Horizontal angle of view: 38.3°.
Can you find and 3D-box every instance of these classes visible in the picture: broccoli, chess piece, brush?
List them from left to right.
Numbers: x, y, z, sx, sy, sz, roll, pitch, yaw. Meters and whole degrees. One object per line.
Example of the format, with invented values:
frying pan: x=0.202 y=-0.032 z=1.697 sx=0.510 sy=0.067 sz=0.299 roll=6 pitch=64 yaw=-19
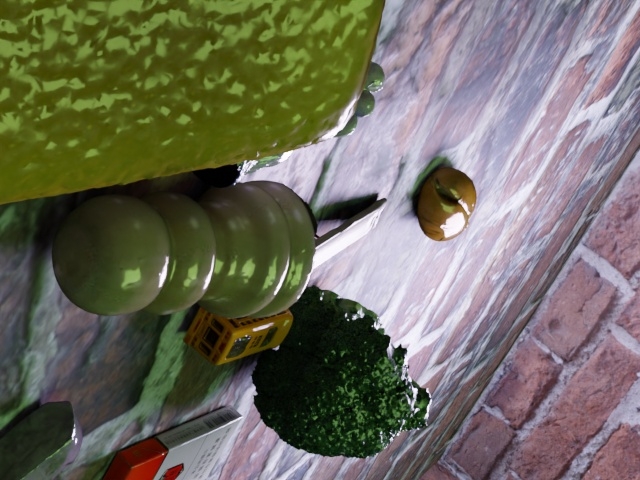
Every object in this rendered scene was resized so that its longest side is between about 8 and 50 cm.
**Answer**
chess piece: x=-0.130 y=0.007 z=0.849 sx=0.261 sy=0.143 sz=0.143 roll=0 pitch=126 yaw=-55
brush: x=0.000 y=0.000 z=1.198 sx=0.321 sy=0.050 sz=0.060 roll=-31 pitch=150 yaw=-57
broccoli: x=0.031 y=0.192 z=1.335 sx=0.294 sy=0.265 sz=0.245 roll=75 pitch=19 yaw=-57

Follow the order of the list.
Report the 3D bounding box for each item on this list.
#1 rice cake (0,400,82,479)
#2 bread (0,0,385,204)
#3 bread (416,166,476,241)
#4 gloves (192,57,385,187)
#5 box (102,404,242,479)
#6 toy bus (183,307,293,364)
rice cake: x=-0.388 y=0.309 z=0.897 sx=0.399 sy=0.064 sz=0.070 roll=-43 pitch=163 yaw=-19
bread: x=-0.108 y=-0.177 z=0.451 sx=0.333 sy=0.143 sz=0.323 roll=-12 pitch=135 yaw=-33
bread: x=0.207 y=-0.053 z=1.479 sx=0.114 sy=0.077 sz=0.189 roll=-46 pitch=161 yaw=-1
gloves: x=-0.029 y=-0.129 z=0.849 sx=0.229 sy=0.097 sz=0.119 roll=-30 pitch=156 yaw=-33
box: x=-0.217 y=0.318 z=1.295 sx=0.245 sy=0.035 sz=0.139 roll=-10 pitch=136 yaw=-60
toy bus: x=-0.090 y=0.100 z=1.132 sx=0.162 sy=0.074 sz=0.069 roll=-10 pitch=134 yaw=-57
